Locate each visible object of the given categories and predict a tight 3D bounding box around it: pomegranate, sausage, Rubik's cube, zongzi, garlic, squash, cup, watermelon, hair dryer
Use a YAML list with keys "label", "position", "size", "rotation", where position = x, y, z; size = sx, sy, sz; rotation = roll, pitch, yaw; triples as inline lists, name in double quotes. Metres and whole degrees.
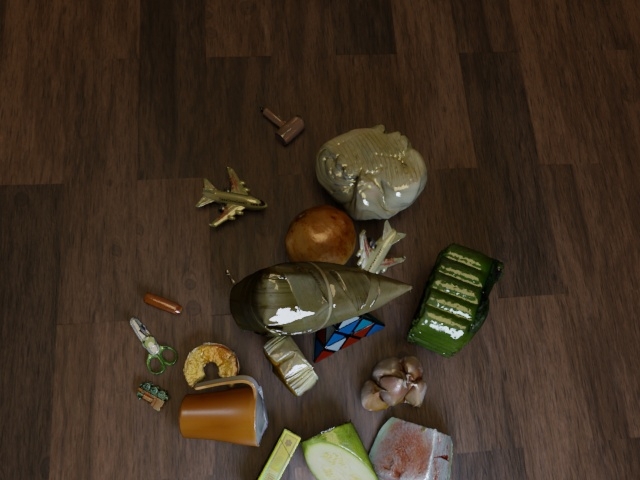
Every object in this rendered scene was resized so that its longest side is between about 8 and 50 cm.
- label: "pomegranate"
  position: [0.000, 0.000, 1.896]
  size: [0.248, 0.248, 0.248]
  rotation: [1, 74, -4]
- label: "sausage"
  position: [-0.522, 0.212, 1.882]
  size: [0.131, 0.041, 0.039]
  rotation: [22, 68, 2]
- label: "Rubik's cube"
  position: [0.064, 0.322, 1.893]
  size: [0.250, 0.284, 0.234]
  rotation: [31, 93, -29]
- label: "zongzi"
  position: [-0.032, 0.188, 1.765]
  size: [0.467, 0.500, 0.218]
  rotation: [4, 81, -23]
- label: "garlic"
  position: [0.232, 0.453, 1.821]
  size: [0.214, 0.191, 0.160]
  rotation: [-3, 49, 6]
- label: "squash"
  position: [0.066, 0.697, 1.712]
  size: [0.189, 0.189, 0.260]
  rotation: [-19, 73, -10]
- label: "cup"
  position: [-0.292, 0.519, 1.737]
  size: [0.264, 0.182, 0.226]
  rotation: [-1, 108, 1]
- label: "watermelon"
  position: [0.283, 0.673, 1.734]
  size: [0.262, 0.201, 0.212]
  rotation: [16, 72, 9]
- label: "hair dryer"
  position: [-0.153, -0.445, 2.098]
  size: [0.182, 0.064, 0.117]
  rotation: [41, 74, 13]

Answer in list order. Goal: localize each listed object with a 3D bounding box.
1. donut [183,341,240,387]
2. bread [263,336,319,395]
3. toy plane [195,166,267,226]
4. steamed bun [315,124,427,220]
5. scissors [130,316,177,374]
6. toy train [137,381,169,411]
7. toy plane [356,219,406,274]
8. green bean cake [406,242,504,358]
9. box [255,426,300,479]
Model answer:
- label: "donut"
  position: [-0.345, 0.402, 1.827]
  size: [0.181, 0.078, 0.146]
  rotation: [-1, 73, 2]
- label: "bread"
  position: [-0.095, 0.393, 1.781]
  size: [0.110, 0.210, 0.192]
  rotation: [-36, 79, -8]
- label: "toy plane"
  position: [-0.304, -0.142, 1.979]
  size: [0.244, 0.092, 0.229]
  rotation: [14, 71, -2]
- label: "steamed bun"
  position: [0.178, -0.209, 1.956]
  size: [0.352, 0.247, 0.339]
  rotation: [-21, 58, -16]
- label: "scissors"
  position: [-0.559, 0.337, 1.851]
  size: [0.101, 0.027, 0.204]
  rotation: [-37, 82, -17]
- label: "toy train"
  position: [-0.535, 0.493, 1.801]
  size: [0.103, 0.044, 0.064]
  rotation: [28, 84, 3]
- label: "toy plane"
  position: [0.183, 0.057, 1.932]
  size: [0.256, 0.242, 0.104]
  rotation: [-49, 42, 10]
- label: "green bean cake"
  position: [0.429, 0.204, 1.824]
  size: [0.218, 0.335, 0.319]
  rotation: [22, 75, 12]
- label: "box"
  position: [-0.138, 0.683, 1.726]
  size: [0.064, 0.141, 0.220]
  rotation: [30, 75, 5]
